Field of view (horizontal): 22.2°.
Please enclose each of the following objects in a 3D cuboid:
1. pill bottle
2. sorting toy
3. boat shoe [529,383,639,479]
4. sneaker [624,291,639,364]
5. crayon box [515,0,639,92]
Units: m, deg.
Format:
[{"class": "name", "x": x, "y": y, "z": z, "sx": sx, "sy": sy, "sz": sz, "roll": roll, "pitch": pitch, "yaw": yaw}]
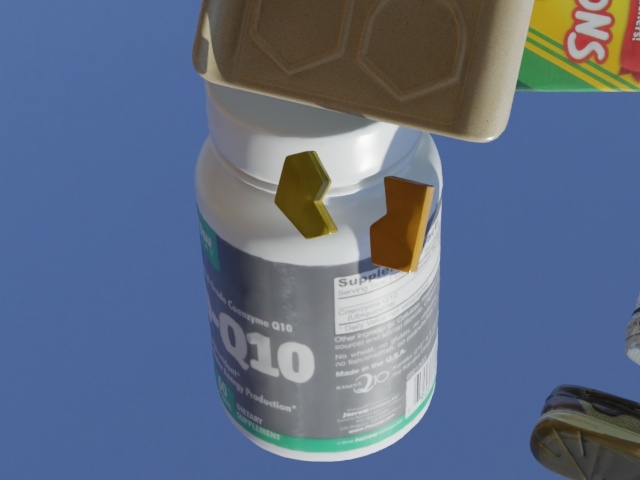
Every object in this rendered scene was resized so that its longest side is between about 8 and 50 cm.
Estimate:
[{"class": "pill bottle", "x": 0.000, "y": 0.000, "z": 1.381, "sx": 0.204, "sy": 0.361, "sz": 0.204, "roll": -1, "pitch": -138, "yaw": 1}, {"class": "sorting toy", "x": 0.028, "y": -0.145, "z": 1.125, "sx": 0.229, "sy": 0.041, "sz": 0.307, "roll": 14, "pitch": -82, "yaw": 18}, {"class": "boat shoe", "x": 0.275, "y": 0.164, "z": 1.258, "sx": 0.223, "sy": 0.080, "sz": 0.073, "roll": 17, "pitch": -131, "yaw": 7}, {"class": "sneaker", "x": 0.339, "y": 0.084, "z": 1.214, "sx": 0.094, "sy": 0.258, "sz": 0.091, "roll": -11, "pitch": -123, "yaw": 56}, {"class": "crayon box", "x": 0.275, "y": -0.225, "z": 1.365, "sx": 0.318, "sy": 0.202, "sz": 0.081, "roll": -2, "pitch": -173, "yaw": -11}]
